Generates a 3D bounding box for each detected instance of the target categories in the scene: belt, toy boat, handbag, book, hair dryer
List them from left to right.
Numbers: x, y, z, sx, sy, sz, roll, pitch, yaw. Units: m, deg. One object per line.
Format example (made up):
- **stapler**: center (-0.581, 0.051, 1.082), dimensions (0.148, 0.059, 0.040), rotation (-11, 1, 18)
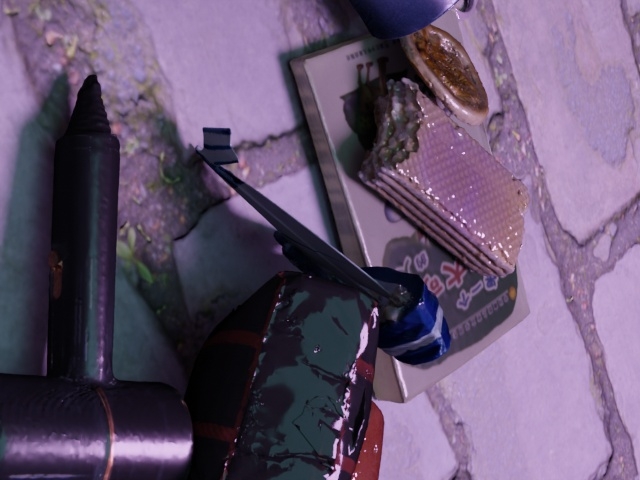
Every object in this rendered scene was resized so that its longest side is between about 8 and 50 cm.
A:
- **hair dryer**: center (-0.204, 0.034, 0.926), dimensions (0.189, 0.107, 0.352), rotation (9, 74, -43)
- **handbag**: center (-0.040, 0.145, 1.018), dimensions (0.155, 0.169, 0.215), rotation (21, 74, -15)
- **toy boat**: center (0.003, 0.010, 1.093), dimensions (0.291, 0.210, 0.070), rotation (39, 79, 9)
- **belt**: center (0.097, -0.290, 1.193), dimensions (0.082, 0.141, 0.190), rotation (50, 47, -34)
- **book**: center (0.109, -0.045, 1.267), dimensions (0.260, 0.043, 0.371), rotation (-27, 107, -42)

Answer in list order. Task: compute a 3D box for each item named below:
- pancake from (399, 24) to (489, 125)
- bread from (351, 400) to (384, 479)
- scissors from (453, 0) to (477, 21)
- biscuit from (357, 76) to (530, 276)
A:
- **pancake**: center (0.128, -0.179, 1.225), dimensions (0.139, 0.022, 0.139), rotation (35, 35, -30)
- **bread**: center (0.017, 0.205, 1.145), dimensions (0.119, 0.067, 0.193), rotation (10, 81, -44)
- **scissors**: center (0.196, -0.311, 1.386), dimensions (0.189, 0.015, 0.100), rotation (-16, 101, -46)
- **biscuit**: center (0.132, -0.060, 1.223), dimensions (0.239, 0.061, 0.108), rotation (37, 59, -39)
